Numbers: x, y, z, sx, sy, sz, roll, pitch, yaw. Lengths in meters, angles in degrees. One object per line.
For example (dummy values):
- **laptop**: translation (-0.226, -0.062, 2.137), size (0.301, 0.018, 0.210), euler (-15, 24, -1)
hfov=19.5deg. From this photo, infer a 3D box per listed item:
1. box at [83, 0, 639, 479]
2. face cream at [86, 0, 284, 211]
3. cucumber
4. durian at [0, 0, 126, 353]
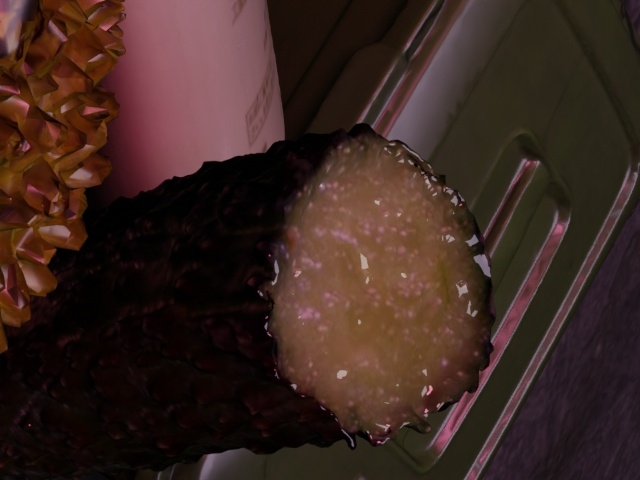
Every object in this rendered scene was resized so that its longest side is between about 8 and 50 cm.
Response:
- **box**: translation (0.000, 0.000, 0.861), size (0.329, 0.177, 0.253), euler (-60, 148, -13)
- **face cream**: translation (-0.069, -0.174, 0.626), size (0.081, 0.173, 0.349), euler (-8, 128, -2)
- **cucumber**: translation (-0.089, 0.039, 0.652), size (0.096, 0.359, 0.096), euler (8, 77, -37)
- **durian**: translation (-0.190, -0.034, 0.515), size (0.293, 0.258, 0.258), euler (-33, 135, -38)
